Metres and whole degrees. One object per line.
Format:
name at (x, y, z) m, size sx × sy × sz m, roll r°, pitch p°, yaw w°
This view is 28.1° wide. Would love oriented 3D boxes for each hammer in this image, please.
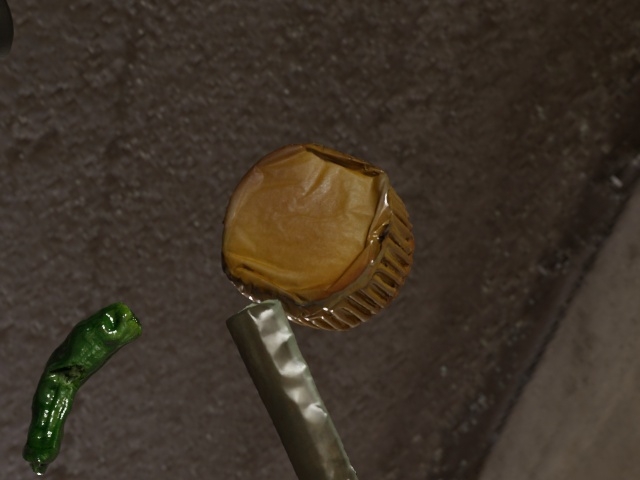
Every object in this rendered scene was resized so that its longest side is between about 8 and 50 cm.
hammer at (0.023, 0.166, 0.689) m, size 0.125 × 0.297 × 0.027 m, roll -29°, pitch 169°, yaw 26°

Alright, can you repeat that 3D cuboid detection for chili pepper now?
chili pepper at (-0.237, 0.136, 1.216) m, size 0.050 × 0.073 × 0.182 m, roll 50°, pitch 59°, yaw -46°

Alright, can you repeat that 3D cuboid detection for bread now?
bread at (-0.001, 0.001, 1.334) m, size 0.199 × 0.199 × 0.104 m, roll -42°, pitch 147°, yaw 4°

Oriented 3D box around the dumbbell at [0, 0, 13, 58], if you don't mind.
dumbbell at (-0.458, -0.237, 1.476) m, size 0.191 × 0.100 × 0.100 m, roll -24°, pitch 147°, yaw -38°
